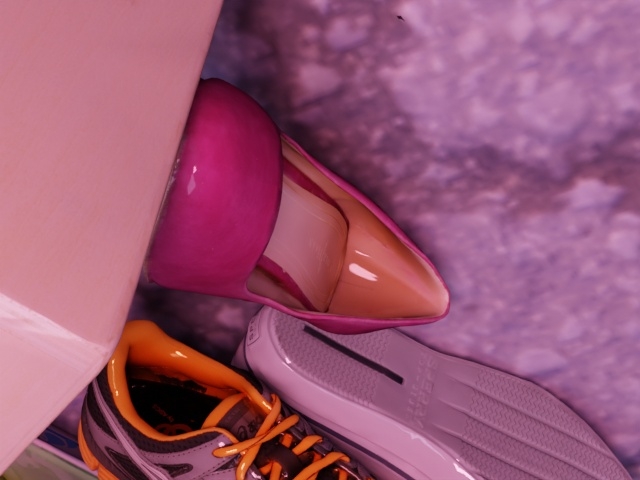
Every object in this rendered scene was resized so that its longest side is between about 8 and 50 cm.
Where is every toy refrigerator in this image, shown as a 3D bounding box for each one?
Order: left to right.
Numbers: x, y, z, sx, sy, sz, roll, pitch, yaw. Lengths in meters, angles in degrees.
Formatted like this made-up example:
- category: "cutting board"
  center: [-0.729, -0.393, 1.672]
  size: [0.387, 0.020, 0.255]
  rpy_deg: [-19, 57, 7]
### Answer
- category: "toy refrigerator"
  center: [-0.101, -0.054, 0.475]
  size: [0.094, 0.269, 0.102]
  rpy_deg: [32, 129, -19]

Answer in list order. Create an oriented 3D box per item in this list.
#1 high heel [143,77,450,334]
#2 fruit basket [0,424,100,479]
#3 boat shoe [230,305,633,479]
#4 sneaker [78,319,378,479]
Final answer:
- category: "high heel"
  center: [0.000, 0.000, 0.567]
  size: [0.117, 0.082, 0.244]
  rpy_deg: [14, 168, 4]
- category: "fruit basket"
  center: [-0.123, 0.176, 0.662]
  size: [0.327, 0.165, 0.353]
  rpy_deg: [31, 167, -17]
- category: "boat shoe"
  center: [0.057, 0.102, 0.729]
  size: [0.226, 0.083, 0.076]
  rpy_deg: [34, 139, -5]
- category: "sneaker"
  center: [-0.026, 0.110, 0.659]
  size: [0.215, 0.084, 0.083]
  rpy_deg: [26, 140, 18]
